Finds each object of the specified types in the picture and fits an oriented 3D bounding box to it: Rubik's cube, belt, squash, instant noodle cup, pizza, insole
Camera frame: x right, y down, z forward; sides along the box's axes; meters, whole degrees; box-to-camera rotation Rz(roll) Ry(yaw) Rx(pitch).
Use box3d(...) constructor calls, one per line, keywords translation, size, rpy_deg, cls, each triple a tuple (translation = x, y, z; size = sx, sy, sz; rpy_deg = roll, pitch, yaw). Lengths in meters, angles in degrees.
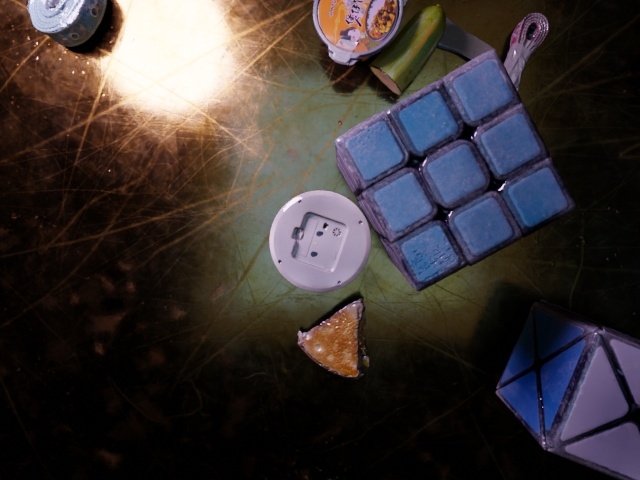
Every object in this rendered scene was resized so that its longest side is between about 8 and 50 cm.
box3d(translation=(0.222, -0.120, 0.797), size=(0.305, 0.304, 0.301), rpy_deg=(-31, 93, 3), cls="Rubik's cube")
box3d(translation=(0.419, -0.375, 0.886), size=(0.071, 0.053, 0.232), rpy_deg=(28, 96, 0), cls="belt")
box3d(translation=(0.200, -0.415, 0.870), size=(0.095, 0.095, 0.188), rpy_deg=(41, 100, -1), cls="squash")
box3d(translation=(0.566, 0.301, 0.837), size=(0.254, 0.259, 0.260), rpy_deg=(20, 97, 0), cls="Rubik's cube")
box3d(translation=(0.076, -0.460, 0.860), size=(0.177, 0.125, 0.208), rpy_deg=(35, 96, -1), cls="instant noodle cup")
box3d(translation=(-0.561, -0.524, 0.912), size=(0.162, 0.082, 0.148), rpy_deg=(-26, 83, 8), cls="belt")
box3d(translation=(0.052, 0.218, 0.960), size=(0.185, 0.052, 0.195), rpy_deg=(30, 100, 7), cls="pizza")
box3d(translation=(0.300, -0.448, 0.906), size=(0.191, 0.010, 0.063), rpy_deg=(28, 95, 2), cls="insole")

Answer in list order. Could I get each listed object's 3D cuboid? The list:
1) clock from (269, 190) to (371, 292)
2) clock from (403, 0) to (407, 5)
box3d(translation=(0.000, 0.000, 0.930), size=(0.230, 0.083, 0.231), rpy_deg=(0, 93, 4), cls="clock")
box3d(translation=(0.156, -0.543, 0.906), size=(0.083, 0.010, 0.074), rpy_deg=(-32, 92, 5), cls="clock")
